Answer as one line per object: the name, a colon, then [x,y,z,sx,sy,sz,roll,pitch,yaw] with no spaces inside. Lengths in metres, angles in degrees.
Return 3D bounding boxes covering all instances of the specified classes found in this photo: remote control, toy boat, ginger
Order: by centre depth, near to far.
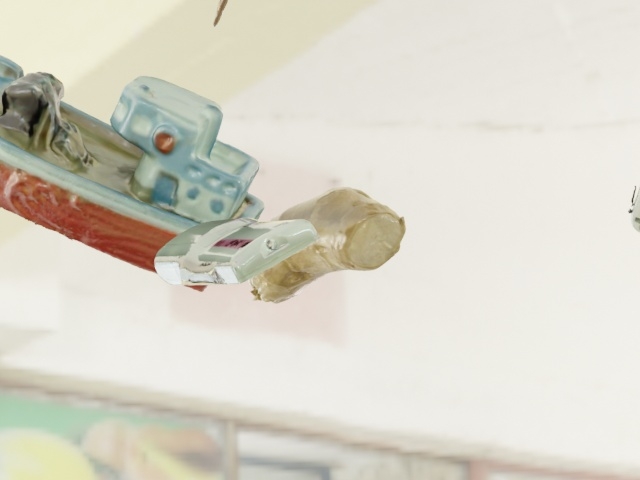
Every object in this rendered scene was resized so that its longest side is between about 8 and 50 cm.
remote control: [-0.061,0.005,1.163,0.065,0.029,0.166,-29,9,-20]
toy boat: [-0.201,-0.090,1.443,0.332,0.133,0.145,24,20,3]
ginger: [0.001,0.002,1.641,0.190,0.095,0.069,-26,-23,35]

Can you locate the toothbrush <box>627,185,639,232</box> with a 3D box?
toothbrush: [0.342,-0.144,1.689,0.042,0.040,0.418,20,-41,14]

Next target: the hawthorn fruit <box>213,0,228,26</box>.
hawthorn fruit: [-0.124,-0.369,1.995,0.210,0.262,0.210,-15,18,5]
